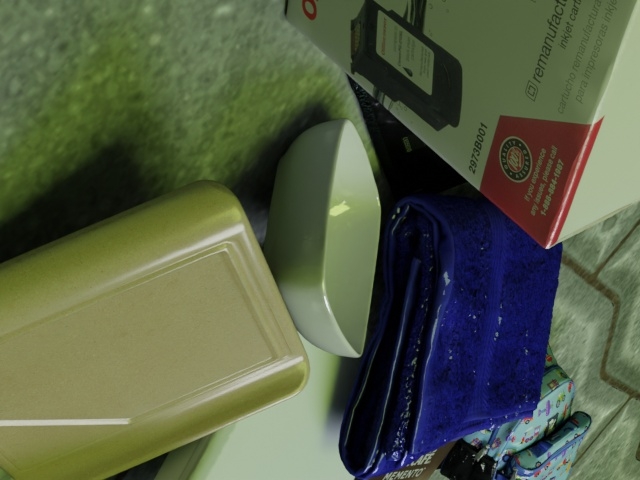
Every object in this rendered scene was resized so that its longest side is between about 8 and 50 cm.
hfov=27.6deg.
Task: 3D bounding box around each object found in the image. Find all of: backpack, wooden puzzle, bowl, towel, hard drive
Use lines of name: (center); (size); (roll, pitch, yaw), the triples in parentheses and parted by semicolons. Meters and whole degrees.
backpack: (0.225, 0.201, 1.450); (0.158, 0.117, 0.173); (-23, 140, -39)
wooden puzzle: (-0.131, 0.068, 0.824); (0.221, 0.044, 0.239); (-23, 146, -2)
bowl: (0.000, 0.000, 0.906); (0.142, 0.053, 0.142); (66, 28, -60)
towel: (0.131, 0.074, 1.110); (0.308, 0.076, 0.228); (-5, 110, -62)
hard drive: (-0.049, 0.191, 0.997); (0.307, 0.040, 0.203); (-62, 143, -19)

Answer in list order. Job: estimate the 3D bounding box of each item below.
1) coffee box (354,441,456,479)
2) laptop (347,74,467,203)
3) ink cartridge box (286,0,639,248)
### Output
coffee box: (-0.001, 0.246, 1.209); (0.141, 0.098, 0.246); (8, 119, -57)
laptop: (0.142, -0.175, 0.977); (0.264, 0.137, 0.234); (-21, 150, 4)
ink cartridge box: (0.095, -0.141, 0.721); (0.100, 0.237, 0.172); (-25, 144, -31)
